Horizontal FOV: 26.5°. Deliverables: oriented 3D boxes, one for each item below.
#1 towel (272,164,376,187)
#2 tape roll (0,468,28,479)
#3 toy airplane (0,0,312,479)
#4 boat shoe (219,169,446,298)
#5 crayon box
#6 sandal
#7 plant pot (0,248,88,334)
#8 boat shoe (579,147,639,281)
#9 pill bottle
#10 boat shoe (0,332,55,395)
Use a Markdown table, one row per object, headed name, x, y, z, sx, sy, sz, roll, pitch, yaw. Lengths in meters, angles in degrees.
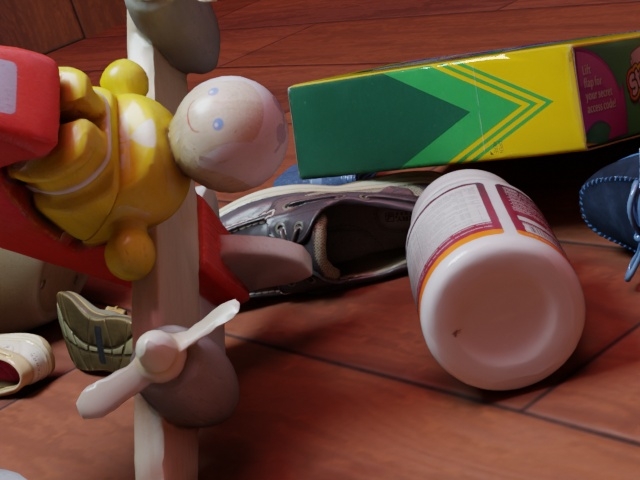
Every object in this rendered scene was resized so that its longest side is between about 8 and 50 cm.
| name | x | y | z | sx | sy | sz | roll | pitch | yaw |
| --- | --- | --- | --- | --- | --- | --- | --- | --- | --- |
| towel | 0.006 | -0.072 | 1.604 | 0.119 | 0.029 | 0.067 | -4 | 23 | 33 |
| tape roll | -0.281 | 0.240 | 0.908 | 0.219 | 0.072 | 0.219 | -16 | 18 | 5 |
| toy airplane | -0.123 | -0.033 | 1.059 | 0.272 | 0.386 | 0.384 | -24 | 12 | 31 |
| boat shoe | 0.000 | 0.000 | 1.294 | 0.285 | 0.102 | 0.092 | -11 | 14 | 3 |
| crayon box | 0.201 | -0.144 | 1.392 | 0.313 | 0.106 | 0.363 | -2 | 9 | 37 |
| sandal | -0.195 | 0.088 | 1.279 | 0.049 | 0.072 | 0.180 | -12 | 13 | -37 |
| plant pot | -0.347 | -0.007 | 1.434 | 0.191 | 0.284 | 0.284 | 19 | 30 | 14 |
| boat shoe | 0.289 | -0.016 | 1.065 | 0.089 | 0.109 | 0.258 | -31 | 20 | -26 |
| pill bottle | 0.130 | 0.021 | 1.076 | 0.121 | 0.121 | 0.221 | -16 | 18 | 5 |
| boat shoe | -0.341 | 0.123 | 1.311 | 0.170 | 0.063 | 0.059 | -9 | 15 | 24 |
